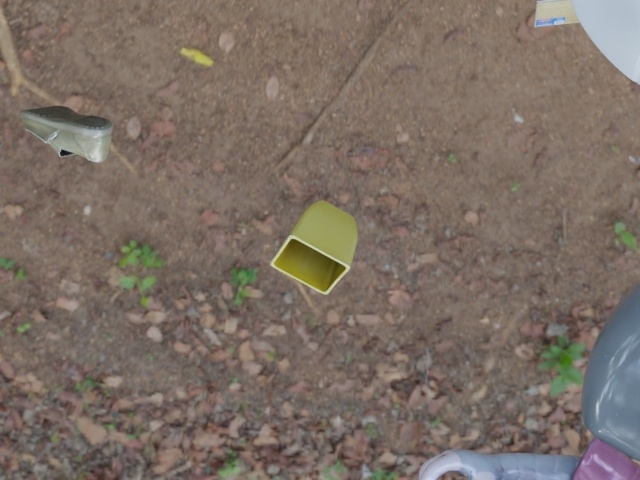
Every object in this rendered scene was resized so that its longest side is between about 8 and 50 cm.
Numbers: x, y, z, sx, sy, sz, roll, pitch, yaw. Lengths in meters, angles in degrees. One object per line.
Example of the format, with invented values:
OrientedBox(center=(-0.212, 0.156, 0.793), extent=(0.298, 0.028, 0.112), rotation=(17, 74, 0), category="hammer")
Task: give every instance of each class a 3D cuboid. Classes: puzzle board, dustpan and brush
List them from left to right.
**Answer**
OrientedBox(center=(0.448, -0.412, 1.469), extent=(0.128, 0.011, 0.096), rotation=(-3, 169, 11), category="puzzle board")
OrientedBox(center=(0.270, -0.260, 0.790), extent=(0.060, 0.211, 0.147), rotation=(-37, 154, -16), category="dustpan and brush")

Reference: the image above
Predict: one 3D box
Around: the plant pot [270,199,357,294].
OrientedBox(center=(0.000, 0.000, 1.009), extent=(0.081, 0.083, 0.081), rotation=(29, 146, -6), category="plant pot")

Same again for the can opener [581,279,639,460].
OrientedBox(center=(0.180, -0.012, 0.266), extent=(0.093, 0.074, 0.280), rotation=(31, 119, 12), category="can opener")

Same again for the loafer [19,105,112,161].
OrientedBox(center=(-0.297, -0.123, 0.954), extent=(0.148, 0.056, 0.050), rotation=(19, 116, 38), category="loafer")

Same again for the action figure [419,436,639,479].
OrientedBox(center=(0.172, 0.238, 0.402), extent=(0.275, 0.248, 0.370), rotation=(20, 127, -21), category="action figure")
